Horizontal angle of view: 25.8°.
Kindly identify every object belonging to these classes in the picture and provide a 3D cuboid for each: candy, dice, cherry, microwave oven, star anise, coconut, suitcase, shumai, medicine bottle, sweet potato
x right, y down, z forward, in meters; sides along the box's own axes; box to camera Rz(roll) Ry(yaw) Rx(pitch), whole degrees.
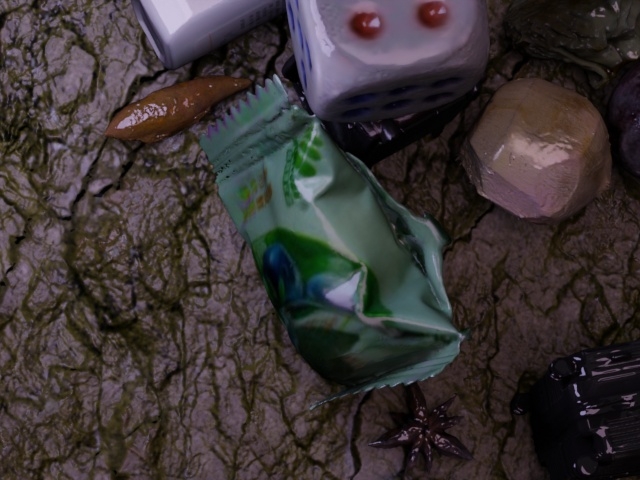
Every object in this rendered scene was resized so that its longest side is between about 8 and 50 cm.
[{"bbox_3d":[-0.005,0.002,1.692,0.172,0.263,0.398,-34,91,-41],"label":"candy"},{"bbox_3d":[0.068,-0.243,1.513,0.193,0.194,0.192,-12,79,-8],"label":"dice"},{"bbox_3d":[0.460,-0.160,1.799,0.195,0.195,0.195,1,84,-7],"label":"cherry"},{"bbox_3d":[0.073,-0.198,1.724,0.188,0.247,0.178,-32,86,-10],"label":"microwave oven"},{"bbox_3d":[0.143,0.248,1.781,0.129,0.056,0.124,33,81,-3],"label":"star anise"},{"bbox_3d":[0.281,-0.109,1.774,0.194,0.194,0.194,1,84,-7],"label":"coconut"},{"bbox_3d":[0.430,0.210,1.730,0.335,0.229,0.152,-9,73,-9],"label":"suitcase"},{"bbox_3d":[0.343,-0.274,1.840,0.184,0.184,0.142,-34,116,-9],"label":"shumai"},{"bbox_3d":[-0.073,-0.339,1.749,0.324,0.179,0.124,-28,89,-8],"label":"medicine bottle"},{"bbox_3d":[-0.182,-0.170,1.784,0.206,0.060,0.068,-25,125,-10],"label":"sweet potato"}]
